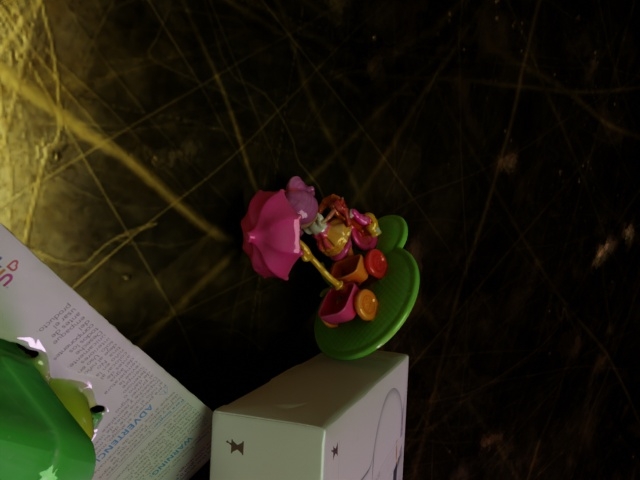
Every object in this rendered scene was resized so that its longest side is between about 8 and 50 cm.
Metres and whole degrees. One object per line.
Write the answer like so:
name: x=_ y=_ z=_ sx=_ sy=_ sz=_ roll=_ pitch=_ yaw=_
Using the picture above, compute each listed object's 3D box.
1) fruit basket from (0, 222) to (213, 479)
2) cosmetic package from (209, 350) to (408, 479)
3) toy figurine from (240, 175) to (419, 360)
fruit basket: x=-0.225 y=0.172 z=0.392 sx=0.327 sy=0.165 sz=0.353 roll=-45 pitch=155 yaw=-13
cosmetic package: x=-0.001 y=0.305 z=0.619 sx=0.284 sy=0.098 sz=0.376 roll=-5 pitch=98 yaw=-69
toy figurine: x=0.000 y=0.000 z=0.659 sx=0.159 sy=0.130 sz=0.173 roll=41 pitch=51 yaw=-30
